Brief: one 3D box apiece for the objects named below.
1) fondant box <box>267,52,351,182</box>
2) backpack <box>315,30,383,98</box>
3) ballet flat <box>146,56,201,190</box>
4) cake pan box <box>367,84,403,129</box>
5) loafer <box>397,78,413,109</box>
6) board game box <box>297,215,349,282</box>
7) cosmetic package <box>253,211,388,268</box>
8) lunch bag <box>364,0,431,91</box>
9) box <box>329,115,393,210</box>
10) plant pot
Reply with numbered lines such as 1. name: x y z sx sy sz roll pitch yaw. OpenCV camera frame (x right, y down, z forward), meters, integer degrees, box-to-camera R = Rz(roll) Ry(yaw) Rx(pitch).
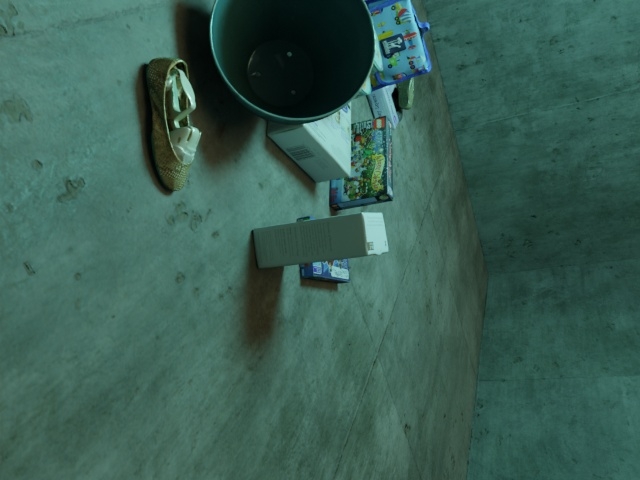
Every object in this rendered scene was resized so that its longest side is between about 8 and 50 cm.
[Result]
1. fondant box: -0.016 -0.336 1.300 0.238 0.096 0.331 39 49 -55
2. backpack: 0.056 -0.400 1.200 0.166 0.144 0.189 18 68 -66
3. ballet flat: -0.220 -0.181 0.840 0.073 0.067 0.206 -12 93 -66
4. cake pan box: 0.217 -0.533 1.903 0.267 0.070 0.246 69 29 -27
5. loafer: 0.298 -0.524 1.937 0.050 0.056 0.148 26 69 -62
6. board game box: 0.011 0.027 1.302 0.201 0.035 0.136 19 65 -62
7. cosmetic package: 0.000 0.000 1.054 0.117 0.231 0.086 -4 85 -66
8. lunch bag: 0.153 -0.529 1.490 0.221 0.293 0.138 61 31 -36
9. box: 0.106 -0.201 1.438 0.044 0.159 0.233 40 47 -55
10. plant pot: -0.063 -0.345 1.044 0.195 0.290 0.291 167 -85 -78
